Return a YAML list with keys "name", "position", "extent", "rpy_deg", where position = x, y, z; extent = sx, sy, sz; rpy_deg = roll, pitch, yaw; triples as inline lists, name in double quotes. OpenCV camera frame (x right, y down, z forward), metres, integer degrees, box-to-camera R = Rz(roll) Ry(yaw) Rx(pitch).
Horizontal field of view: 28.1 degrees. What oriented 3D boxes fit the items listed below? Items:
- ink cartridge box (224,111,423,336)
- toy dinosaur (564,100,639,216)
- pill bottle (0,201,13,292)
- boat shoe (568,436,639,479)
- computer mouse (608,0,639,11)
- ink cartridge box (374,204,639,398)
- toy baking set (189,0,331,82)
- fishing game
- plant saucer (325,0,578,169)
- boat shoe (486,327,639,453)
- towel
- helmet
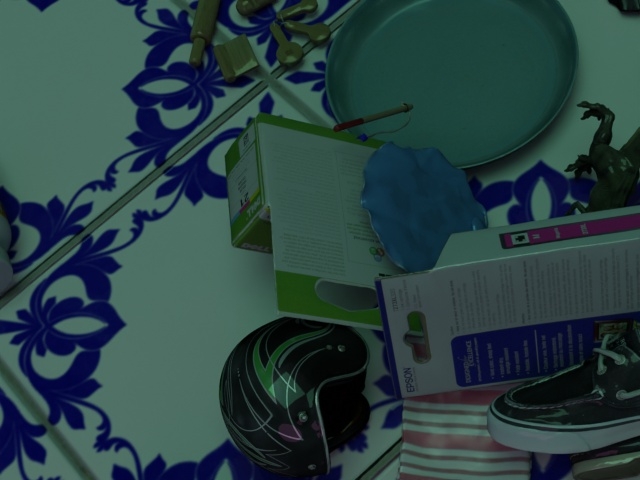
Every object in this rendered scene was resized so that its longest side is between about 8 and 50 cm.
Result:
- name: "ink cartridge box"
  position: [0.000, 0.000, 1.446]
  extent: [0.188, 0.097, 0.255]
  rpy_deg: [11, 57, -27]
- name: "toy dinosaur"
  position: [0.325, -0.089, 1.444]
  extent: [0.064, 0.268, 0.118]
  rpy_deg: [9, 29, -27]
- name: "pill bottle"
  position: [-0.458, -0.028, 1.615]
  extent: [0.117, 0.118, 0.208]
  rpy_deg: [-27, 58, -2]
- name: "boat shoe"
  position: [0.356, 0.198, 1.315]
  extent: [0.206, 0.075, 0.065]
  rpy_deg: [-13, 62, 12]
- name: "computer mouse"
  position: [0.404, -0.283, 1.593]
  extent: [0.071, 0.041, 0.242]
  rpy_deg: [-12, 60, 6]
- name: "ink cartridge box"
  position: [0.248, 0.062, 1.331]
  extent: [0.370, 0.176, 0.069]
  rpy_deg: [-10, 37, 3]
- name: "toy baking set"
  position: [-0.076, -0.319, 1.741]
  extent: [0.196, 0.030, 0.256]
  rpy_deg: [-1, 61, 10]
- name: "fishing game"
  position: [0.116, -0.029, 1.451]
  extent: [0.189, 0.041, 0.264]
  rpy_deg: [-22, 81, -43]
- name: "plant saucer"
  position: [0.164, -0.214, 1.612]
  extent: [0.317, 0.044, 0.318]
  rpy_deg: [-6, 60, 10]
- name: "boat shoe"
  position: [0.313, 0.138, 1.291]
  extent: [0.301, 0.102, 0.108]
  rpy_deg: [-9, 23, 9]
- name: "towel"
  position: [0.158, 0.187, 1.395]
  extent: [0.144, 0.029, 0.197]
  rpy_deg: [-1, 61, 12]
- name: "helmet"
  position: [-0.029, 0.169, 1.375]
  extent: [0.169, 0.169, 0.161]
  rpy_deg: [34, 58, 27]
